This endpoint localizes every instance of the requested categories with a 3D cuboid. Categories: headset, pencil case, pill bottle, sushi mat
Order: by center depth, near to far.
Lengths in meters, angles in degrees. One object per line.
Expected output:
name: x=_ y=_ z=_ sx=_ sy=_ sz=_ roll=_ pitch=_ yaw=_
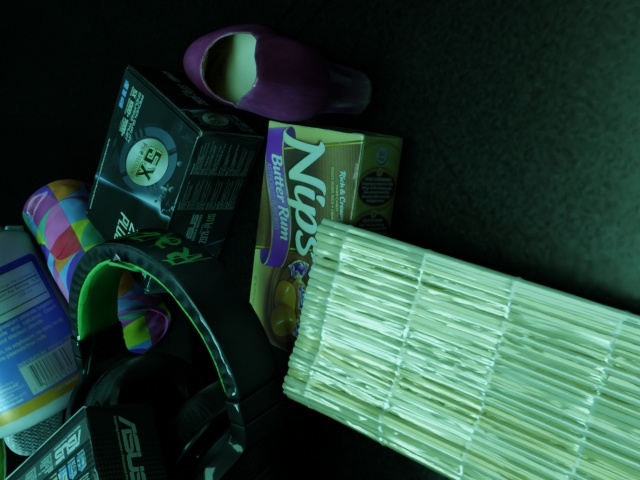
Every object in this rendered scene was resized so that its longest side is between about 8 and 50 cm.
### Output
sushi mat: x=0.111 y=0.095 z=0.471 sx=0.316 sy=0.019 sz=0.151 roll=19 pitch=104 yaw=34
headset: x=-0.142 y=0.191 z=0.644 sx=0.243 sy=0.185 sz=0.394 roll=9 pitch=115 yaw=41
pencil case: x=-0.261 y=0.034 z=0.830 sx=0.236 sy=0.104 sz=0.104 roll=54 pitch=126 yaw=33
pill bottle: x=-0.387 y=0.081 z=0.862 sx=0.152 sy=0.152 sz=0.272 roll=-19 pitch=101 yaw=44

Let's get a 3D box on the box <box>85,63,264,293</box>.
box: x=-0.154 y=-0.062 z=0.733 sx=0.147 sy=0.077 sz=0.180 roll=43 pitch=120 yaw=35

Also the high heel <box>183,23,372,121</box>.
high heel: x=-0.077 y=-0.147 z=0.623 sx=0.244 sy=0.117 sz=0.082 roll=30 pitch=112 yaw=41

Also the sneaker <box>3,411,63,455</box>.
sneaker: x=-0.440 y=0.157 z=1.014 sx=0.153 sy=0.101 sz=0.269 roll=-2 pitch=93 yaw=43

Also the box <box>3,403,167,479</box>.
box: x=-0.204 y=0.284 z=0.575 sx=0.270 sy=0.060 sz=0.216 roll=-42 pitch=56 yaw=33

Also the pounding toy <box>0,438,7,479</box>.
pounding toy: x=-0.594 y=0.378 z=1.176 sx=0.183 sy=0.110 sz=0.237 roll=-25 pitch=73 yaw=43

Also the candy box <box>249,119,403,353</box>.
candy box: x=0.000 y=0.000 z=0.595 sx=0.109 sy=0.053 sz=0.187 roll=18 pitch=106 yaw=43

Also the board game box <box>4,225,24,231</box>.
board game box: x=-0.483 y=0.059 z=1.111 sx=0.154 sy=0.026 sz=0.103 roll=-38 pitch=65 yaw=39
